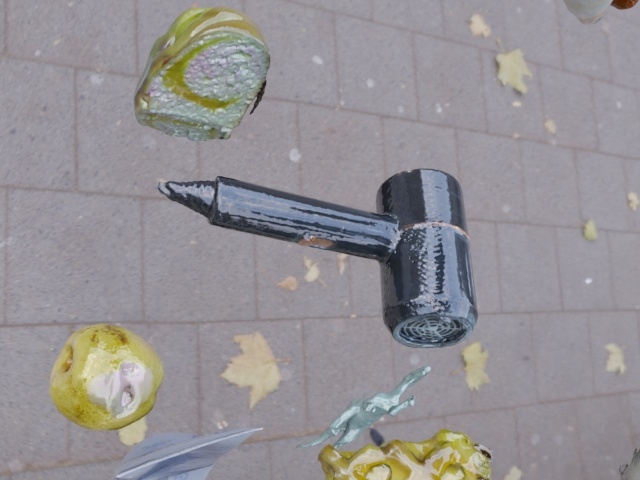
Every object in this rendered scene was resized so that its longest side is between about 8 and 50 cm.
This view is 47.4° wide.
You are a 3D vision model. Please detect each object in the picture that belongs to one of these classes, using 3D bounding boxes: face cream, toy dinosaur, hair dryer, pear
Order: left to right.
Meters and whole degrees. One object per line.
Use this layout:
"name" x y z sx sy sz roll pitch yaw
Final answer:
"pear" -0.338 0.221 1.169 0.178 0.178 0.177 5 81 -32
"face cream" -0.262 0.398 1.296 0.235 0.420 0.137 -11 74 -24
"hair dryer" 0.000 0.000 0.777 0.352 0.107 0.189 11 55 -17
"toy dinosaur" 0.057 0.281 1.161 0.053 0.242 0.167 52 45 3

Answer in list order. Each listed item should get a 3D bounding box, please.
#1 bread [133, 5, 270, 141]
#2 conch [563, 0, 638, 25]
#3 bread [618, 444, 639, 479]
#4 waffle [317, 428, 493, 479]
"bread" -0.180 -0.238 1.034 0.158 0.260 0.156 13 44 -29
"conch" 0.236 -0.228 0.598 0.176 0.105 0.094 54 16 -48
"bread" 0.318 0.151 0.344 0.338 0.102 0.183 -10 108 4
"waffle" 0.088 0.267 0.527 0.291 0.051 0.291 -2 62 4
